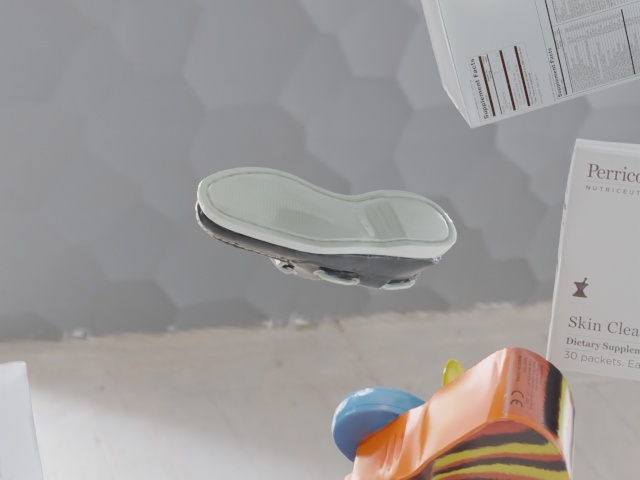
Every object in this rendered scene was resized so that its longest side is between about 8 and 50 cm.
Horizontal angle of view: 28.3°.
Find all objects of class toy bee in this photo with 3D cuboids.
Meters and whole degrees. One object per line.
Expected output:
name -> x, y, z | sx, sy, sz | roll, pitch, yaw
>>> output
toy bee -> 0.062, 0.167, 0.812 | 0.162, 0.298, 0.195 | 39, 63, -25

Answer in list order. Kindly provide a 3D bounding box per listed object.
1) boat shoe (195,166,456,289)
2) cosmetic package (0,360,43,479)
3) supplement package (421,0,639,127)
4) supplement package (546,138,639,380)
boat shoe -> 0.000, 0.000, 1.306 | 0.302, 0.091, 0.114 | 10, 42, -29
cosmetic package -> -0.322, 0.223, 0.989 | 0.138, 0.225, 0.224 | -13, -5, 15
supplement package -> 0.213, -0.227, 1.252 | 0.203, 0.149, 0.194 | -16, 18, 2
supplement package -> 0.293, 0.016, 0.854 | 0.261, 0.145, 0.204 | 6, 7, 11
